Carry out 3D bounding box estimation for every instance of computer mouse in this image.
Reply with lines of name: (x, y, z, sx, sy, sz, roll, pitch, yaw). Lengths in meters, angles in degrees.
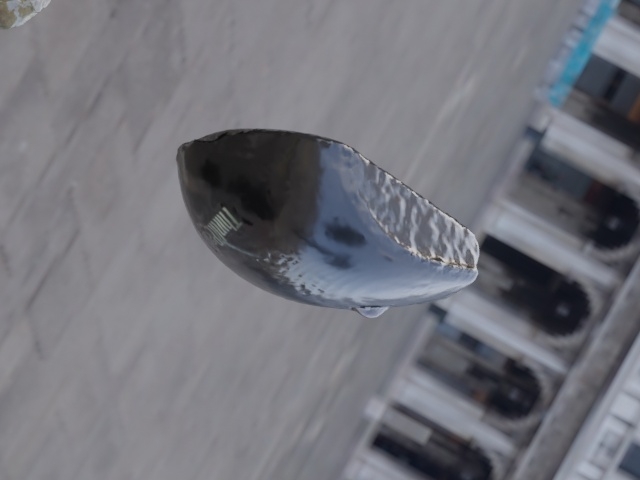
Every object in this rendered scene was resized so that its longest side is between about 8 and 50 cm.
computer mouse: (0.000, 0.000, 1.338, 0.269, 0.170, 0.100, 29, 67, -46)

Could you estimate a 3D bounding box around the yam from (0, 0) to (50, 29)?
yam: (-0.304, -0.306, 1.253, 0.081, 0.081, 0.356, -58, 137, -28)
